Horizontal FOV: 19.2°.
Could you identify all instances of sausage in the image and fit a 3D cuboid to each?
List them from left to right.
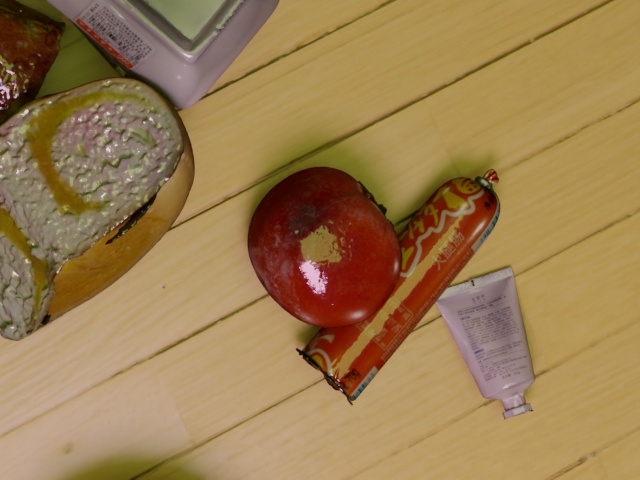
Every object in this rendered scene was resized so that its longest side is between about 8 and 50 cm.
[{"bbox_3d":[0.087,0.034,1.822,0.083,0.083,0.264,41,84,-10],"label":"sausage"}]

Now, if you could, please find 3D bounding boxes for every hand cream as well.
[{"bbox_3d":[0.172,0.105,1.859,0.084,0.053,0.142,-18,81,-10],"label":"hand cream"}]

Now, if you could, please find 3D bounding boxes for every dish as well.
[{"bbox_3d":[-0.146,-0.233,1.645,0.212,0.077,0.151,41,82,-11],"label":"dish"}]

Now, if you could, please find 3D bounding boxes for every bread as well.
[{"bbox_3d":[-0.332,-0.176,1.713,0.172,0.103,0.132,28,94,-14],"label":"bread"},{"bbox_3d":[-0.224,-0.033,1.719,0.260,0.156,0.158,-40,75,3],"label":"bread"}]

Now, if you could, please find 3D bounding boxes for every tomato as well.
[{"bbox_3d":[0.000,0.000,1.762,0.139,0.091,0.159,-34,72,-1],"label":"tomato"}]

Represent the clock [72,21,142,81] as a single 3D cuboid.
[{"bbox_3d":[-0.141,-0.330,1.737,0.309,0.114,0.284,-43,98,-7],"label":"clock"}]
